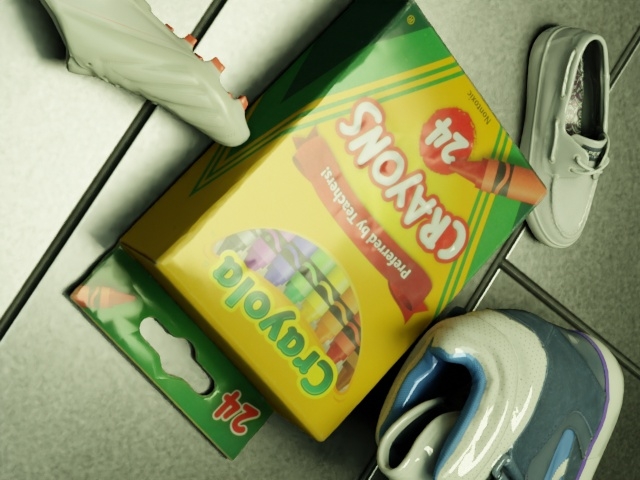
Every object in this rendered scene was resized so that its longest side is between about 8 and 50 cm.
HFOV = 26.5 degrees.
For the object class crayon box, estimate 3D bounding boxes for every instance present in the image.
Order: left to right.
[{"bbox_3d":[0.000,0.000,1.001,0.318,0.081,0.202,-47,119,-12],"label":"crayon box"}]

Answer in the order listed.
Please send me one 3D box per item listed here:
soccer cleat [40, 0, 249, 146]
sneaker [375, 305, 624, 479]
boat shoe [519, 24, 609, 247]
[{"bbox_3d":[-0.128,-0.125,0.915,0.076,0.068,0.196,-47,112,-7],"label":"soccer cleat"},{"bbox_3d":[0.101,0.206,1.040,0.236,0.130,0.323,11,100,-46],"label":"sneaker"},{"bbox_3d":[0.208,-0.081,1.108,0.066,0.063,0.184,0,101,-29],"label":"boat shoe"}]
